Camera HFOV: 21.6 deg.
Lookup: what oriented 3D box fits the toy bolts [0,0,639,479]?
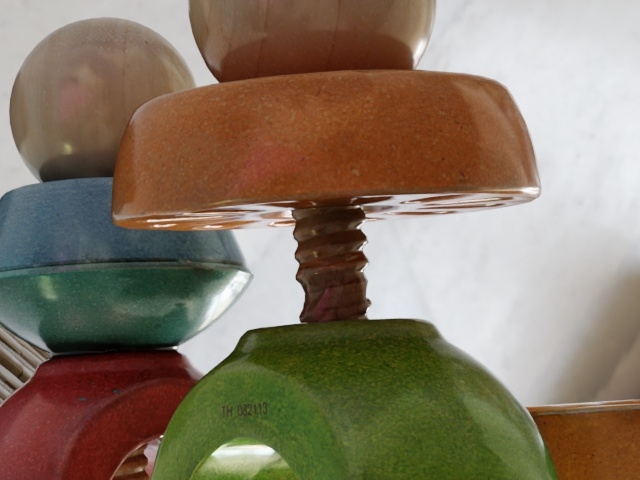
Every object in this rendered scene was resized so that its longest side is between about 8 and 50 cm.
[{"bbox_3d":[0.000,0.000,0.484,0.218,0.228,0.158,2,83,-44],"label":"toy bolts"}]

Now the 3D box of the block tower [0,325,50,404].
[{"bbox_3d":[-0.214,0.099,0.986,0.097,0.335,0.091,41,95,-16],"label":"block tower"}]
